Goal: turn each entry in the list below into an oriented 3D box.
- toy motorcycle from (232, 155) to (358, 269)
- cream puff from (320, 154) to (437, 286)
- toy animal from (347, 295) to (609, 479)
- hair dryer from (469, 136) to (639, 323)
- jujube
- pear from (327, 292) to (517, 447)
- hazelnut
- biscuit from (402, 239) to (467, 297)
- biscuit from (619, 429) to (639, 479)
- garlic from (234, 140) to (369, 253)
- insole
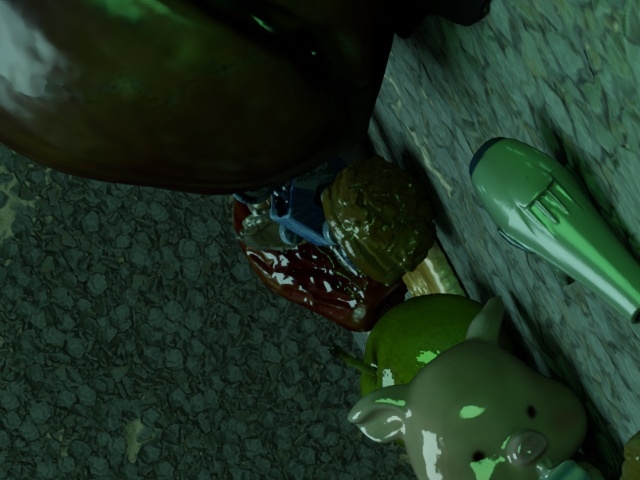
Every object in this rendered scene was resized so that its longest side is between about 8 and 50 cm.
[{"bbox_3d":[0.002,-0.063,1.560,0.254,0.135,0.092,31,161,-33],"label":"toy motorcycle"},{"bbox_3d":[0.070,-0.027,1.473,0.144,0.103,0.126,50,-155,-23],"label":"cream puff"},{"bbox_3d":[0.182,0.227,1.295,0.213,0.195,0.256,28,146,56],"label":"toy animal"},{"bbox_3d":[0.190,0.024,0.961,0.167,0.067,0.199,49,178,43],"label":"hair dryer"},{"bbox_3d":[0.000,0.000,1.906,0.290,0.197,0.197,46,169,24],"label":"jujube"},{"bbox_3d":[0.107,0.145,1.447,0.166,0.216,0.180,-122,41,-52],"label":"pear"},{"bbox_3d":[-0.127,-0.227,1.075,0.402,0.402,0.429,62,164,-4],"label":"hazelnut"},{"bbox_3d":[0.142,0.065,1.683,0.160,0.030,0.249,62,175,-1],"label":"biscuit"},{"bbox_3d":[0.284,0.205,0.964,0.170,0.050,0.170,53,168,17],"label":"biscuit"},{"bbox_3d":[-0.047,-0.073,1.752,0.256,0.207,0.207,11,131,61],"label":"garlic"},{"bbox_3d":[0.075,-0.210,1.036,0.119,0.009,0.348,64,174,-4],"label":"insole"}]
